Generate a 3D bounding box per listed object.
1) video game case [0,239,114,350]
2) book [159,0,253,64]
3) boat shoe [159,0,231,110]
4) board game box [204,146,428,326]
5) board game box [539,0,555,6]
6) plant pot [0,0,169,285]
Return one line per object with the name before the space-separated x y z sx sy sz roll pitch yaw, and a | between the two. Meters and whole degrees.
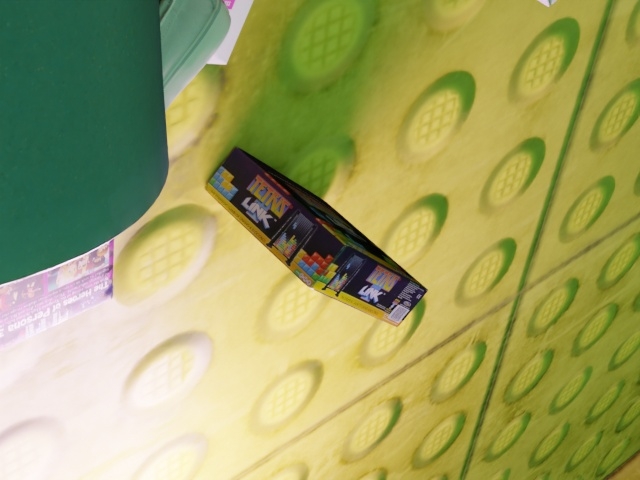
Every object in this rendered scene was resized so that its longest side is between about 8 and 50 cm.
video game case | -0.241 0.001 0.768 0.232 0.042 0.210 -27 142 -33
book | -0.081 -0.188 0.776 0.096 0.035 0.144 -6 132 -45
boat shoe | -0.127 -0.097 0.719 0.184 0.066 0.063 -51 126 -13
board game box | 0.000 0.000 0.986 0.048 0.141 0.170 -50 150 6
board game box | 0.188 -0.322 0.805 0.305 0.193 0.053 -46 151 -6
plant pot | -0.199 -0.142 0.434 0.293 0.293 0.235 -19 125 -41
